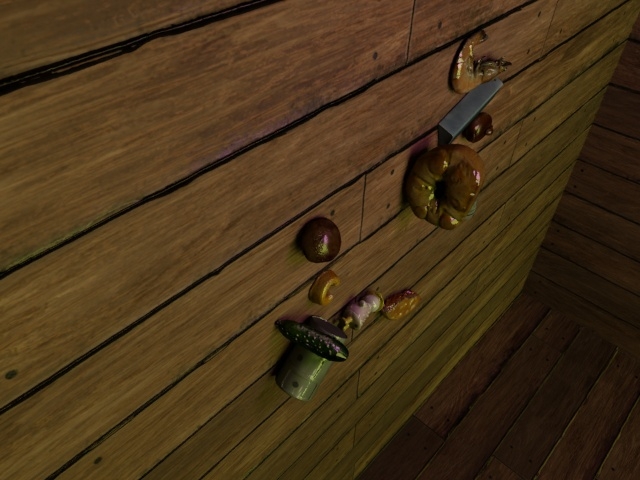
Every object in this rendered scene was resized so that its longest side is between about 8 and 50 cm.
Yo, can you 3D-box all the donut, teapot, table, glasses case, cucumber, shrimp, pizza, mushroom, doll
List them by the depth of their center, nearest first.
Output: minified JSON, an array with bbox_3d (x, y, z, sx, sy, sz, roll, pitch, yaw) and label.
[{"bbox_3d":[0.000,0.000,1.261,0.127,0.087,0.127,-15,108,-56],"label":"mushroom"},{"bbox_3d":[-0.023,0.271,1.382,0.069,0.227,0.069,-59,-170,18],"label":"cucumber"},{"bbox_3d":[0.014,0.139,1.438,0.097,0.043,0.108,0,115,-56],"label":"donut"},{"bbox_3d":[0.472,-0.525,1.455,0.296,0.058,0.169,-30,138,-33],"label":"shrimp"},{"bbox_3d":[-0.027,0.348,1.492,0.220,0.126,0.126,-59,150,5],"label":"table"},{"bbox_3d":[0.366,-0.167,1.493,0.128,0.208,0.261,-48,165,-40],"label":"donut"},{"bbox_3d":[0.463,-0.395,1.560,0.266,0.056,0.105,-46,148,-17],"label":"glasses case"},{"bbox_3d":[0.523,-0.363,1.653,0.129,0.078,0.098,-34,143,-33],"label":"teapot"},{"bbox_3d":[0.138,0.229,1.663,0.207,0.081,0.129,-34,151,-37],"label":"doll"},{"bbox_3d":[0.305,0.247,1.942,0.246,0.058,0.127,-22,137,-42],"label":"pizza"}]

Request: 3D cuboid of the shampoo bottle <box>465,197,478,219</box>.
[{"bbox_3d":[0.531,-0.193,1.821,0.085,0.085,0.262,-40,146,-26],"label":"shampoo bottle"}]
